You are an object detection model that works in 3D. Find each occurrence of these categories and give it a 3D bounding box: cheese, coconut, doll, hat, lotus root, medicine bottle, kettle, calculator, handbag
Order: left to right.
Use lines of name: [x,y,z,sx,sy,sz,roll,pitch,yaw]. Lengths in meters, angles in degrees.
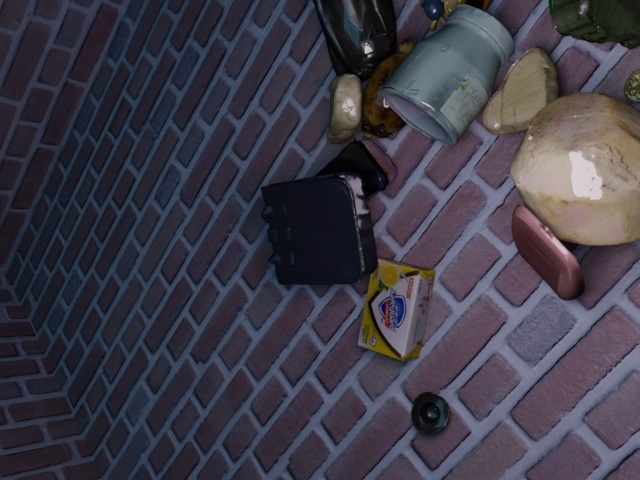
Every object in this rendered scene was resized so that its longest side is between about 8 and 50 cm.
handbag: [-0.012,-0.030,1.783,0.329,0.122,0.303,-5,100,32]
cheese: [0.073,-0.392,1.858,0.093,0.263,0.159,1,82,-4]
kettle: [0.099,-0.626,1.879,0.321,0.228,0.324,-34,68,61]
lotus root: [0.211,-0.425,1.777,0.141,0.169,0.314,30,109,30]
hat: [0.305,0.473,1.715,0.121,0.050,0.121,-6,79,33]
doll: [0.325,-0.691,1.767,0.102,0.089,0.179,0,111,40]
medicine bottle: [0.335,-0.431,1.609,0.245,0.245,0.290,36,90,35]
calculator: [0.509,0.032,1.409,0.048,0.329,0.220,-37,61,4]
coconut: [0.599,-0.134,1.346,0.353,0.353,0.352,-3,85,39]

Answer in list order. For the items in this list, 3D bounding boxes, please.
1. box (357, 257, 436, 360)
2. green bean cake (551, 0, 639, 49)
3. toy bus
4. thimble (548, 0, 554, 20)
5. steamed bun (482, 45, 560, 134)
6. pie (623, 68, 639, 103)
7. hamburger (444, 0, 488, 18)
box: [0.217,0.192,1.777,0.168,0.097,0.265,16,97,39]
green bean cake: [0.647,-0.565,1.383,0.132,0.241,0.254,-169,84,-70]
toy bus: [0.055,-0.137,1.885,0.386,0.162,0.171,-39,81,32]
thimble: [0.610,-0.578,1.500,0.090,0.118,0.130,4,71,43]
steamed bun: [0.516,-0.346,1.567,0.212,0.111,0.231,-30,46,50]
pie: [0.743,-0.355,1.435,0.084,0.021,0.084,-6,80,36]
hamburger: [0.388,-0.646,1.678,0.081,0.127,0.141,35,131,48]
